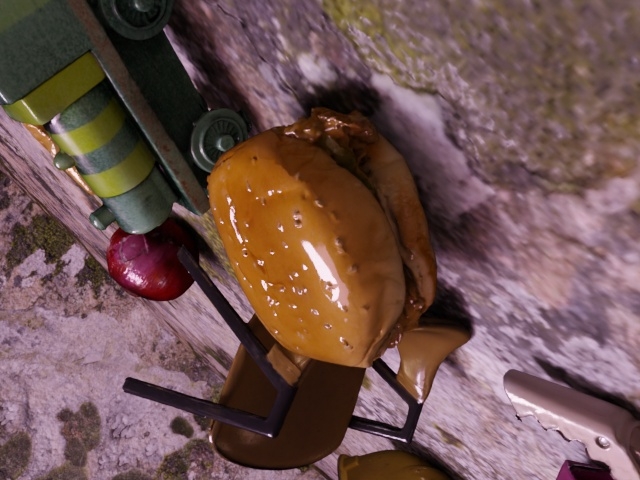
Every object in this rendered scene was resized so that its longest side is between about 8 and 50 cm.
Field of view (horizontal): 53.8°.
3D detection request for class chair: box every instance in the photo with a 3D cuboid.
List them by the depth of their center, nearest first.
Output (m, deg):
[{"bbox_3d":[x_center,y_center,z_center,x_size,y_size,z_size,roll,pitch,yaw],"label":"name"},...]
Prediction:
[{"bbox_3d":[-0.017,0.104,0.521,0.159,0.172,0.247,20,-178,-43],"label":"chair"}]

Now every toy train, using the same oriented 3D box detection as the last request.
[{"bbox_3d":[-0.132,-0.090,0.408,0.083,0.132,0.200,26,152,44],"label":"toy train"}]

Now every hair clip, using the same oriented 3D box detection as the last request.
[{"bbox_3d":[0.207,0.144,0.361,0.226,0.034,0.072,42,138,18],"label":"hair clip"}]

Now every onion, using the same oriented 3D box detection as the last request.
[{"bbox_3d":[-0.229,0.026,0.868,0.131,0.131,0.131,38,160,16],"label":"onion"}]

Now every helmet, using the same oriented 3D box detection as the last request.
[{"bbox_3d":[0.125,0.374,0.861,0.257,0.140,0.205,56,-168,-54],"label":"helmet"}]

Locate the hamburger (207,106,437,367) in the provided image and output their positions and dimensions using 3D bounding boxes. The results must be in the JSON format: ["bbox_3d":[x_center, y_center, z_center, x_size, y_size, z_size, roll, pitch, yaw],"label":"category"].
[{"bbox_3d":[0.000,0.000,0.367,0.138,0.083,0.147,-4,111,52],"label":"hamburger"}]

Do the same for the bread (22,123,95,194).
[{"bbox_3d":[-0.288,-0.119,0.752,0.132,0.074,0.053,53,170,-21],"label":"bread"}]

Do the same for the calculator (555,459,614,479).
[{"bbox_3d":[0.256,0.221,0.441,0.191,0.034,0.126,26,154,28],"label":"calculator"}]
